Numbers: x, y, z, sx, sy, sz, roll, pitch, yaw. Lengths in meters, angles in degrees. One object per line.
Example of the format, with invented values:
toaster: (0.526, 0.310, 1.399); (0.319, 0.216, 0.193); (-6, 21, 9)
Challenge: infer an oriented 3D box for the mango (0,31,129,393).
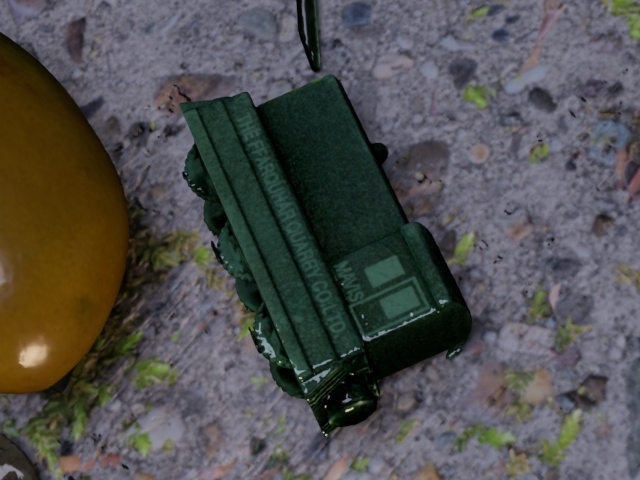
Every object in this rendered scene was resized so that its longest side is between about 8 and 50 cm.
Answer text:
mango: (-0.350, -0.048, 1.442); (0.300, 0.232, 0.446); (-34, 62, -22)

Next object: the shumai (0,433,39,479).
shumai: (-0.345, 0.243, 1.417); (0.201, 0.120, 0.201); (-6, 68, 15)

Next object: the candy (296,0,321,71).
candy: (-0.017, -0.317, 1.525); (0.097, 0.097, 0.323); (-5, 80, 16)

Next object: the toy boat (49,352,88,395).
toy boat: (-0.236, 0.082, 1.489); (0.063, 0.016, 0.115); (20, 81, 22)

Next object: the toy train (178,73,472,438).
toy train: (0.000, 0.000, 1.385); (0.178, 0.138, 0.330); (-24, 64, -1)
